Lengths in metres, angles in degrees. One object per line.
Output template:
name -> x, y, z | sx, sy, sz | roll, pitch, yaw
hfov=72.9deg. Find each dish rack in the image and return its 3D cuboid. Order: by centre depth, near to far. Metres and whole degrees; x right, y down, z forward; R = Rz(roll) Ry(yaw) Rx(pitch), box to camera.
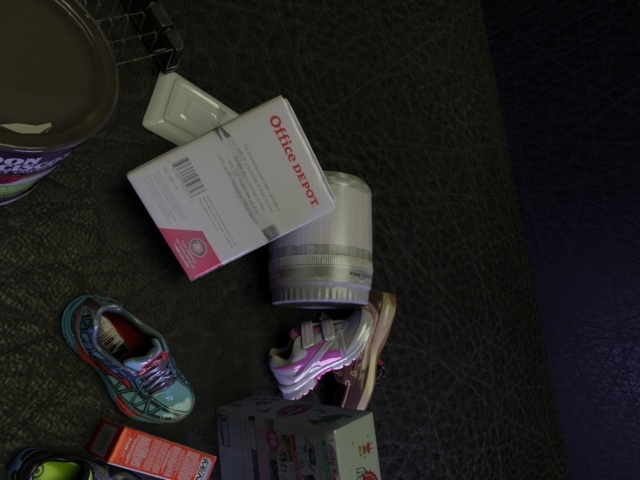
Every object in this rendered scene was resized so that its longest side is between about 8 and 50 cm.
dish rack -> -0.378, -0.366, 0.717 | 0.271, 0.074, 0.208 | -39, 103, -40

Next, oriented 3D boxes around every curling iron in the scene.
curling iron -> 0.083, 0.268, 1.080 | 0.274, 0.035, 0.068 | 51, 50, -25

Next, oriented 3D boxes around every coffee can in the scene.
coffee can -> -0.394, -0.163, 0.512 | 0.202, 0.276, 0.201 | 12, 73, -44

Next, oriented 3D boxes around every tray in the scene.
tray -> -0.215, -0.230, 0.891 | 0.270, 0.030, 0.145 | 27, 62, -39

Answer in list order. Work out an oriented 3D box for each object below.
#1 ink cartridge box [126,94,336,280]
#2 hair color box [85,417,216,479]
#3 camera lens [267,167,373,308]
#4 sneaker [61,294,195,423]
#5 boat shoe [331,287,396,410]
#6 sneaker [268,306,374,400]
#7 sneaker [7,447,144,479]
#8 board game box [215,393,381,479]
ink cartridge box -> -0.142, -0.091, 0.752 | 0.207, 0.283, 0.117 | 63, 2, -14
hair color box -> -0.259, 0.331, 0.672 | 0.167, 0.093, 0.053 | 41, 55, -33
camera lens -> 0.000, 0.000, 0.921 | 0.220, 0.220, 0.274 | 14, 71, -43
sneaker -> -0.279, 0.193, 0.659 | 0.261, 0.125, 0.104 | 55, 48, -22
boat shoe -> 0.066, 0.268, 1.000 | 0.123, 0.123, 0.341 | 20, 86, -8
sneaker -> -0.004, 0.213, 0.891 | 0.252, 0.103, 0.111 | -38, 102, -2
sneaker -> -0.332, 0.342, 0.605 | 0.188, 0.078, 0.067 | 40, 55, -34
board game box -> -0.045, 0.394, 0.724 | 0.098, 0.304, 0.223 | -1, 82, -46
